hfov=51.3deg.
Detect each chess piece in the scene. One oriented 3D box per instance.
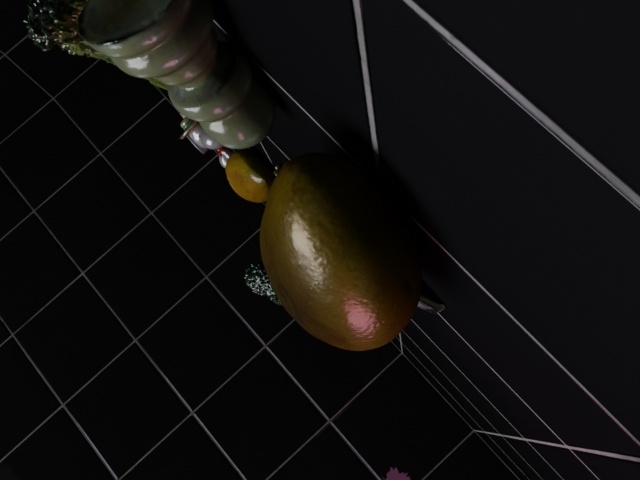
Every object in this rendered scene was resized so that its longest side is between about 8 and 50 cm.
[{"bbox_3d":[-0.187,-0.260,1.020,0.182,0.182,0.330,45,179,38],"label":"chess piece"}]

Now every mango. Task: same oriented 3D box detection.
[{"bbox_3d":[-0.208,-0.195,2.011,0.177,0.119,0.317,56,170,-9],"label":"mango"},{"bbox_3d":[0.025,0.011,1.014,0.301,0.220,0.445,52,169,26],"label":"mango"}]

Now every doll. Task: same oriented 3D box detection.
[{"bbox_3d":[-0.367,-0.320,2.291,0.208,0.144,0.271,34,164,31],"label":"doll"}]

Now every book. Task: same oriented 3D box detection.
[{"bbox_3d":[0.126,0.082,1.315,0.231,0.026,0.157,29,175,1],"label":"book"}]

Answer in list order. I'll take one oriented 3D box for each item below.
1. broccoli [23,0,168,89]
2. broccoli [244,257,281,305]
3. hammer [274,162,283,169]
[{"bbox_3d":[-0.369,-0.386,1.262,0.353,0.275,0.397,-13,-125,-42],"label":"broccoli"},{"bbox_3d":[-0.041,0.026,1.529,0.297,0.297,0.298,-166,58,-82],"label":"broccoli"},{"bbox_3d":[-0.100,-0.182,1.752,0.035,0.019,0.110,48,-179,-3],"label":"hammer"}]
